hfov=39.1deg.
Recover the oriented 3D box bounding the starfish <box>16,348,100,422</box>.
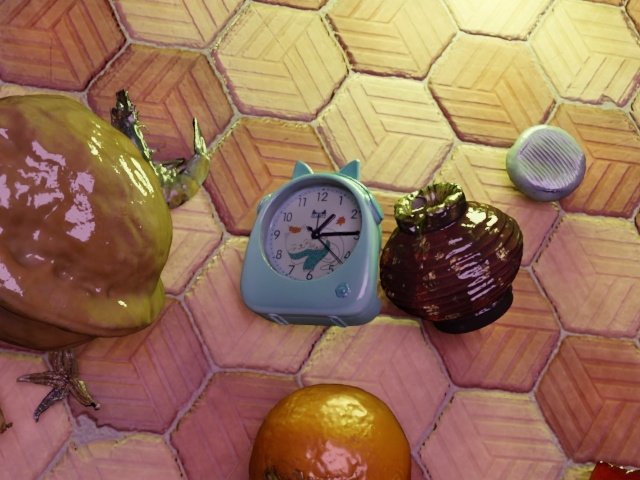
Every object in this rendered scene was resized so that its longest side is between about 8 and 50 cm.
[{"bbox_3d":[-0.387,0.223,1.377,0.130,0.041,0.133,35,79,6],"label":"starfish"}]

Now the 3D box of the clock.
[{"bbox_3d":[0.000,0.000,1.449,0.224,0.094,0.274,2,69,23],"label":"clock"}]

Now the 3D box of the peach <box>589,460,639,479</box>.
[{"bbox_3d":[0.525,0.432,1.422,0.190,0.196,0.226,-15,72,-51],"label":"peach"}]

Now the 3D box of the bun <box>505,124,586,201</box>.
[{"bbox_3d":[0.400,-0.134,1.613,0.141,0.083,0.140,0,77,-1],"label":"bun"}]

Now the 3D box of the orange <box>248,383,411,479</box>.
[{"bbox_3d":[0.016,0.333,1.324,0.246,0.246,0.246,3,74,-10],"label":"orange"}]

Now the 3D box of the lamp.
[{"bbox_3d":[0.207,0.025,1.451,0.247,0.247,0.246,3,74,-10],"label":"lamp"}]

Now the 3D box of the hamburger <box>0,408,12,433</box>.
[{"bbox_3d":[-0.632,0.244,1.261,0.330,0.162,0.209,-23,81,-12],"label":"hamburger"}]

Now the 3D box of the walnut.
[{"bbox_3d":[-0.399,-0.024,1.293,0.384,0.383,0.383,3,74,-10],"label":"walnut"}]

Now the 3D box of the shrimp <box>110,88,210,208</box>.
[{"bbox_3d":[-0.268,-0.160,1.510,0.150,0.051,0.217,-20,87,-19],"label":"shrimp"}]
